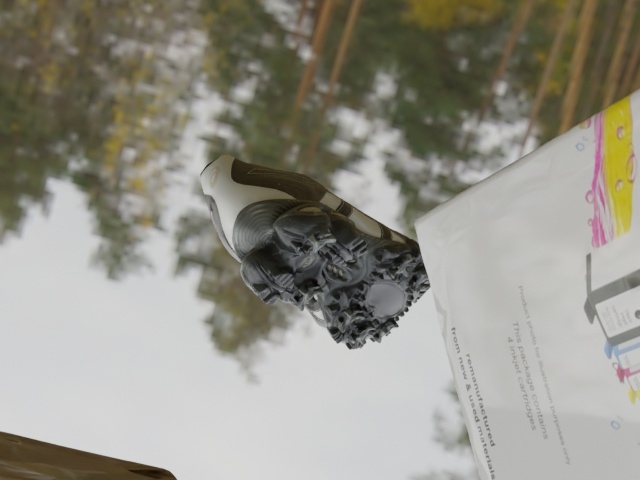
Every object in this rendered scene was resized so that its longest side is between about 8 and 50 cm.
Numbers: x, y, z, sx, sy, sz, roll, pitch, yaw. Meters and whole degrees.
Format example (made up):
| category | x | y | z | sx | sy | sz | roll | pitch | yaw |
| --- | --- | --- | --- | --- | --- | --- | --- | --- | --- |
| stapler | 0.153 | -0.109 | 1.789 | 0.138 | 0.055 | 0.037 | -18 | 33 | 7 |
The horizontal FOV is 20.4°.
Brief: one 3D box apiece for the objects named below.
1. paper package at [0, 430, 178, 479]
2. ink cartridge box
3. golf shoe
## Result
| category | x | y | z | sx | sy | sz | roll | pitch | yaw |
| --- | --- | --- | --- | --- | --- | --- | --- | --- | --- |
| paper package | -0.272 | 0.286 | 1.162 | 0.310 | 0.324 | 0.168 | 11 | -178 | 8 |
| ink cartridge box | 0.180 | 0.025 | 0.651 | 0.171 | 0.168 | 0.233 | -7 | 167 | -32 |
| golf shoe | 0.000 | 0.000 | 1.015 | 0.094 | 0.077 | 0.198 | 48 | -175 | 28 |
